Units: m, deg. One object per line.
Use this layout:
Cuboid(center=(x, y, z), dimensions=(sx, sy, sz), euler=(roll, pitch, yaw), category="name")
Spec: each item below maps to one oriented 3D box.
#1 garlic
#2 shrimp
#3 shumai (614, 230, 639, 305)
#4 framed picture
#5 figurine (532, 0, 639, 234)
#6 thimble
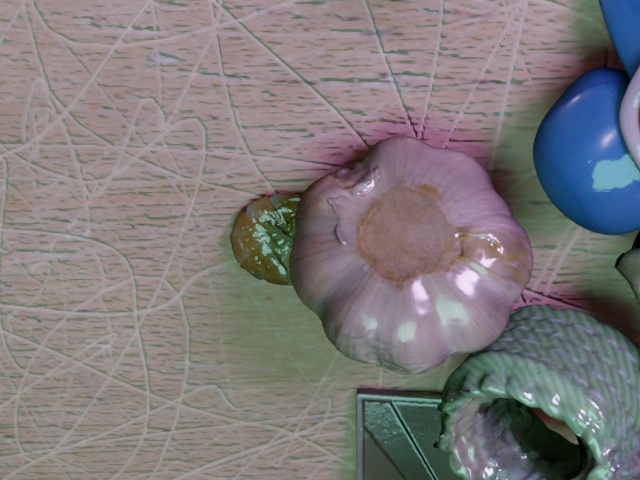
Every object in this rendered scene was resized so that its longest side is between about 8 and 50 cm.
Cuboid(center=(0.083, 0.019, 1.845), dimensions=(0.227, 0.228, 0.152), euler=(-4, 168, 12), category="garlic")
Cuboid(center=(0.000, 0.000, 1.946), dimensions=(0.180, 0.041, 0.099), euler=(5, 113, 7), category="shrimp")
Cuboid(center=(0.362, 0.103, 1.865), dimensions=(0.203, 0.222, 0.272), euler=(15, 102, 8), category="shumai")
Cuboid(center=(0.112, 0.252, 2.100), dimensions=(0.150, 0.015, 0.203), euler=(2, 114, 8), category="framed picture")
Cuboid(center=(0.383, -0.131, 1.690), dimensions=(0.416, 0.243, 0.298), euler=(-13, 137, 43), category="figurine")
Cuboid(center=(0.228, 0.180, 1.934), dimensions=(0.219, 0.150, 0.219), euler=(20, 130, 26), category="thimble")
